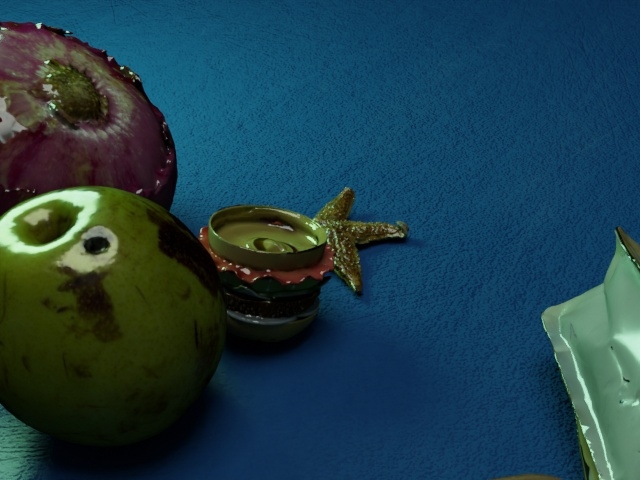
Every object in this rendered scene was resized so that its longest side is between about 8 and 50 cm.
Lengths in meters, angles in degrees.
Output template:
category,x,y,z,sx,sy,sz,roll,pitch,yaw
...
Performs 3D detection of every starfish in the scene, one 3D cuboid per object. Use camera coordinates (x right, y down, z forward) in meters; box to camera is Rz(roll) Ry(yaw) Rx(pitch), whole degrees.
category,x,y,z,sx,sy,sz,roll,pitch,yaw
starfish,0.000,-0.001,1.366,0.240,0.043,0.227,-3,32,3

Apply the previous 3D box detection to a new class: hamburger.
category,x,y,z,sx,sy,sz,roll,pitch,yaw
hamburger,-0.071,0.045,1.204,0.175,0.137,0.175,9,20,-3

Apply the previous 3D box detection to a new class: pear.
category,x,y,z,sx,sy,sz,roll,pitch,yaw
pear,-0.228,0.072,1.059,0.284,0.283,0.283,-1,33,1

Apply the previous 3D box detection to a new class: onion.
category,x,y,z,sx,sy,sz,roll,pitch,yaw
onion,-0.362,-0.096,1.330,0.358,0.345,0.358,7,46,-7

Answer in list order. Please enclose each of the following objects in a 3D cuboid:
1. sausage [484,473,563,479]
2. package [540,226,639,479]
category,x,y,z,sx,sy,sz,roll,pitch,yaw
sausage,0.099,0.264,0.905,0.289,0.086,0.086,-7,33,-10
package,0.332,0.169,1.016,0.165,0.221,0.311,-37,29,20
